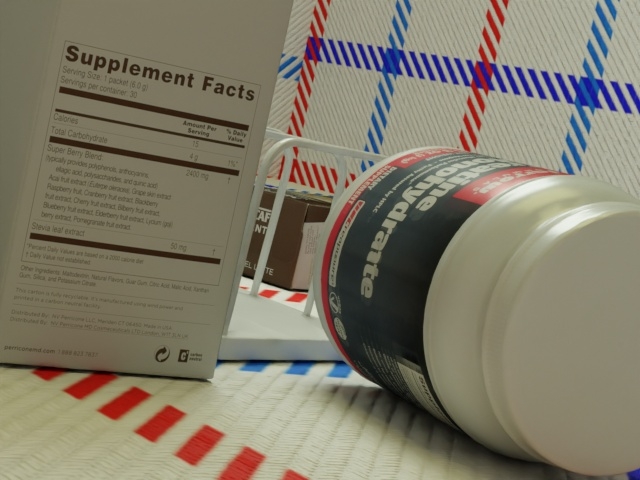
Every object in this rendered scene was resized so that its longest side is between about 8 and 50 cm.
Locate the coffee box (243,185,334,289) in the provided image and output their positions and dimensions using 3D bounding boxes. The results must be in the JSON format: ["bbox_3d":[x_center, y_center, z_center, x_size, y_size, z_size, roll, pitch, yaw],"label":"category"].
[{"bbox_3d":[0.000,0.000,1.731,0.141,0.098,0.246,15,6,37],"label":"coffee box"}]

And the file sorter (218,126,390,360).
[{"bbox_3d":[-0.098,-0.020,1.236,0.278,0.173,0.193,18,7,39],"label":"file sorter"}]

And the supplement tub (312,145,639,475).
[{"bbox_3d":[0.128,0.041,1.018,0.191,0.191,0.272,10,5,-26],"label":"supplement tub"}]

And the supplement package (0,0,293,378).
[{"bbox_3d":[-0.158,-0.072,1.012,0.175,0.293,0.177,9,5,-37],"label":"supplement package"}]
